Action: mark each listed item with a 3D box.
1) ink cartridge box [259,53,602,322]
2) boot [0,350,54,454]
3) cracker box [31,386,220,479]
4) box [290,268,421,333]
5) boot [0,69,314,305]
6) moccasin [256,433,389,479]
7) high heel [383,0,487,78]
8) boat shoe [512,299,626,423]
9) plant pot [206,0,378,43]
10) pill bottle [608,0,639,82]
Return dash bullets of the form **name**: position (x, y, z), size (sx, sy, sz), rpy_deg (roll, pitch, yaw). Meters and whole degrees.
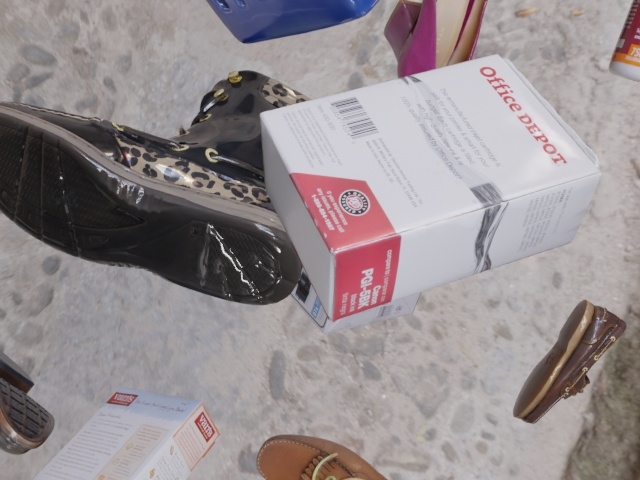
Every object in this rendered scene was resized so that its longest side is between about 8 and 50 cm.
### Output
- **ink cartridge box**: position (0.049, -0.030, 0.383), size (0.135, 0.099, 0.056), rpy_deg (-16, 142, -14)
- **boot**: position (-0.328, 0.183, 0.751), size (0.106, 0.219, 0.082), rpy_deg (-49, 116, -11)
- **cracker box**: position (-0.252, 0.286, 0.936), size (0.232, 0.156, 0.067), rpy_deg (-49, 127, -40)
- **box**: position (0.000, 0.000, 1.123), size (0.169, 0.290, 0.087), rpy_deg (-7, 128, -36)
- **boot**: position (-0.161, -0.096, 0.858), size (0.378, 0.284, 0.138), rpy_deg (19, 127, 7)
- **moccasin**: position (0.044, 0.446, 1.274), size (0.380, 0.147, 0.139), rpy_deg (33, 103, 25)
- **high heel**: position (0.204, -0.333, 0.993), size (0.127, 0.377, 0.181), rpy_deg (-7, 58, -24)
- **boat shoe**: position (0.354, 0.185, 1.101), size (0.073, 0.073, 0.207), rpy_deg (28, 111, -3)
- **plant pot**: position (-0.026, -0.344, 0.703), size (0.212, 0.236, 0.236), rpy_deg (44, 72, -29)
- **pill bottle**: position (0.335, -0.218, 0.718), size (0.086, 0.086, 0.152), rpy_deg (11, 106, -15)
